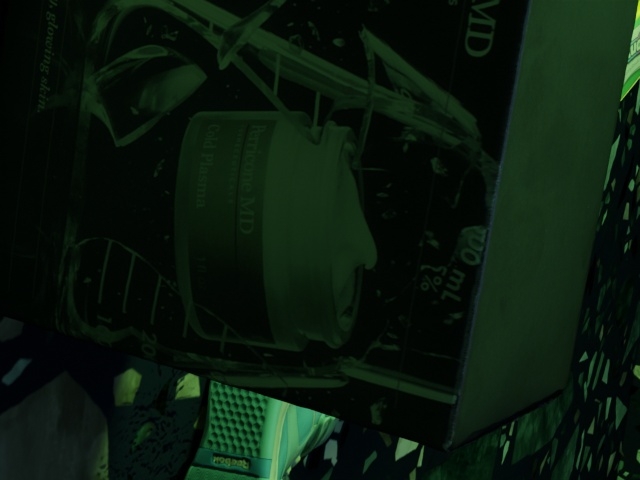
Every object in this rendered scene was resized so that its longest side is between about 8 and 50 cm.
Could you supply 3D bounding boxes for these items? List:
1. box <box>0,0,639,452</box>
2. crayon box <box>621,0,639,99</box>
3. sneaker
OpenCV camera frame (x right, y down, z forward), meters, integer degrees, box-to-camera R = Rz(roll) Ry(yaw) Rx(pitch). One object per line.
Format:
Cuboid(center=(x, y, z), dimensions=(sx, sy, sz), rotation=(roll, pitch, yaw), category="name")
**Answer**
Cuboid(center=(-0.007, -0.129, 1.164), dimensions=(0.297, 0.471, 0.480), rotation=(-10, 110, -63), category="box")
Cuboid(center=(0.250, -0.261, 1.737), dimensions=(0.363, 0.313, 0.106), rotation=(-48, 143, -27), category="crayon box")
Cuboid(center=(-0.063, 0.272, 1.648), dimensions=(0.208, 0.127, 0.319), rotation=(22, 84, -63), category="sneaker")
